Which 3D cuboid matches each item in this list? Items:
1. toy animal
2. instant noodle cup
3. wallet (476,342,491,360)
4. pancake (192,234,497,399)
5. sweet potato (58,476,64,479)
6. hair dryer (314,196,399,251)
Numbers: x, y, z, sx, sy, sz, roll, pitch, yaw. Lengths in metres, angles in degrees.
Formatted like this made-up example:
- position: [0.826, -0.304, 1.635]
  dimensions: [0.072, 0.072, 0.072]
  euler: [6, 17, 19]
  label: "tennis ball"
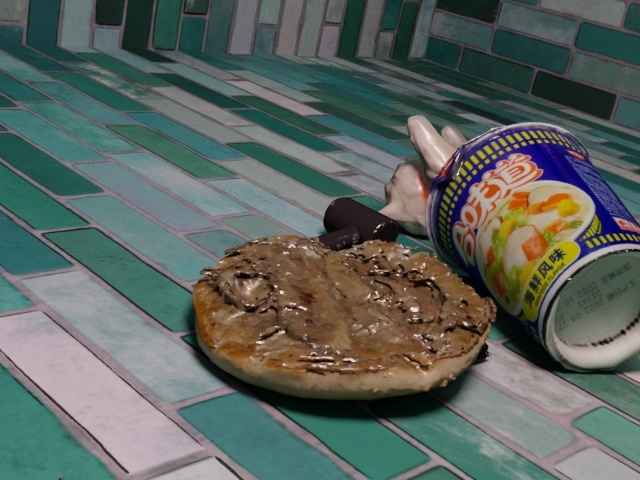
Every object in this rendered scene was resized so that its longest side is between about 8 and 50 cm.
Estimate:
- position: [0.259, -0.060, 1.642]
  dimensions: [0.266, 0.188, 0.308]
  euler: [46, 22, 22]
  label: "toy animal"
- position: [0.332, 0.016, 1.308]
  dimensions: [0.284, 0.284, 0.312]
  euler: [5, 29, -19]
  label: "instant noodle cup"
- position: [0.111, 0.104, 1.241]
  dimensions: [0.122, 0.031, 0.232]
  euler: [-8, 27, -38]
  label: "wallet"
- position: [0.029, 0.081, 1.148]
  dimensions: [0.382, 0.071, 0.382]
  euler: [6, 24, -3]
  label: "pancake"
- position: [-0.124, 0.263, 0.591]
  dimensions: [0.341, 0.092, 0.114]
  euler: [29, 9, 38]
  label: "sweet potato"
- position: [0.001, 0.001, 1.437]
  dimensions: [0.248, 0.070, 0.114]
  euler: [-20, 37, -41]
  label: "hair dryer"
